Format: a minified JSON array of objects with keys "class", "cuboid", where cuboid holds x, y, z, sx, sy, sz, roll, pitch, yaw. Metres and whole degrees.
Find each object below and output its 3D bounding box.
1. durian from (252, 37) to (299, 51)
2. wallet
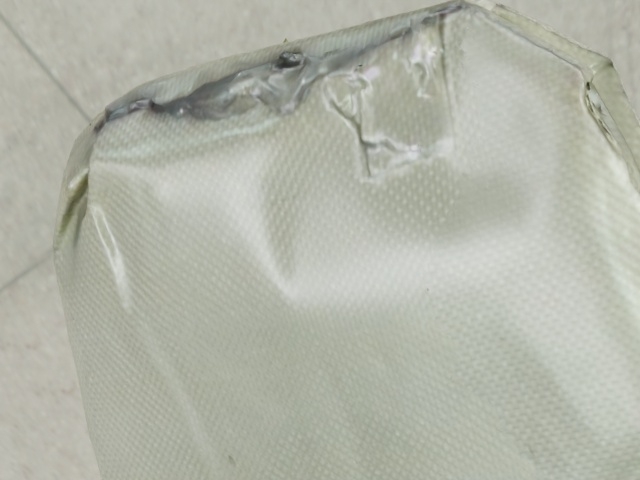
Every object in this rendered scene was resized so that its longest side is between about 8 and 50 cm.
[{"class":"durian","cuboid":[-0.004,-0.001,0.948,0.224,0.291,0.291,28,73,11]},{"class":"wallet","cuboid":[0.017,0.050,0.638,0.335,0.068,0.275,-9,104,32]}]
